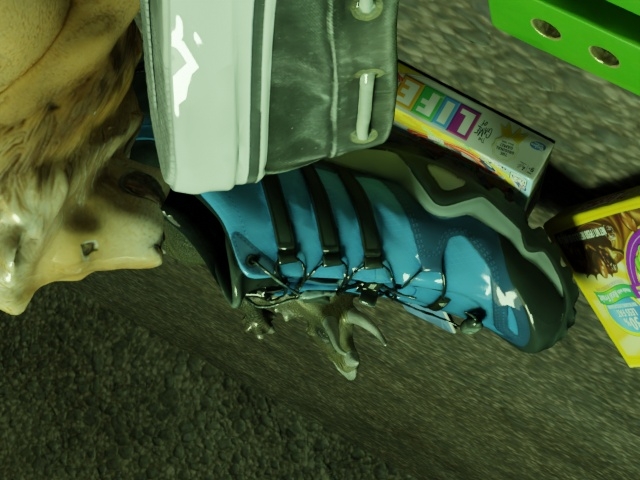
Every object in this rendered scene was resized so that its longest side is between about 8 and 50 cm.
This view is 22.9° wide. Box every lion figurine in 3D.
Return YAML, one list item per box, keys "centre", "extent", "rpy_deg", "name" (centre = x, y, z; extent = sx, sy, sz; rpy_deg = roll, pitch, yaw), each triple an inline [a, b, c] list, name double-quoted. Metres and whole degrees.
- centre: [-0.149, -0.127, 0.679]
  extent: [0.142, 0.240, 0.392]
  rpy_deg: [26, 166, 23]
  name: "lion figurine"

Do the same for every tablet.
- centre: [0.091, 0.057, 1.392]
  extent: [0.054, 0.006, 0.083]
  rpy_deg: [26, 168, 22]
  name: "tablet"

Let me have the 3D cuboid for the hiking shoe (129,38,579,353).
- centre: [0.000, 0.000, 0.922]
  extent: [0.304, 0.132, 0.113]
  rpy_deg: [29, 158, 5]
  name: "hiking shoe"

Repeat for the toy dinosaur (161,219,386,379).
- centre: [-0.075, -0.003, 1.370]
  extent: [0.313, 0.121, 0.160]
  rpy_deg: [36, 156, 0]
  name: "toy dinosaur"

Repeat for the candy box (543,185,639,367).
- centre: [0.193, 0.019, 0.853]
  extent: [0.105, 0.027, 0.206]
  rpy_deg: [56, 165, -3]
  name: "candy box"

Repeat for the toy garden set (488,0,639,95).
- centre: [0.145, -0.107, 0.520]
  extent: [0.203, 0.049, 0.244]
  rpy_deg: [29, 167, 20]
  name: "toy garden set"

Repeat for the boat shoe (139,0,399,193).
- centre: [-0.009, -0.145, 0.578]
  extent: [0.335, 0.119, 0.121]
  rpy_deg: [99, 156, -58]
  name: "boat shoe"

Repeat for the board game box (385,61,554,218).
- centre: [0.060, -0.065, 0.929]
  extent: [0.154, 0.026, 0.103]
  rpy_deg: [29, 168, 11]
  name: "board game box"
